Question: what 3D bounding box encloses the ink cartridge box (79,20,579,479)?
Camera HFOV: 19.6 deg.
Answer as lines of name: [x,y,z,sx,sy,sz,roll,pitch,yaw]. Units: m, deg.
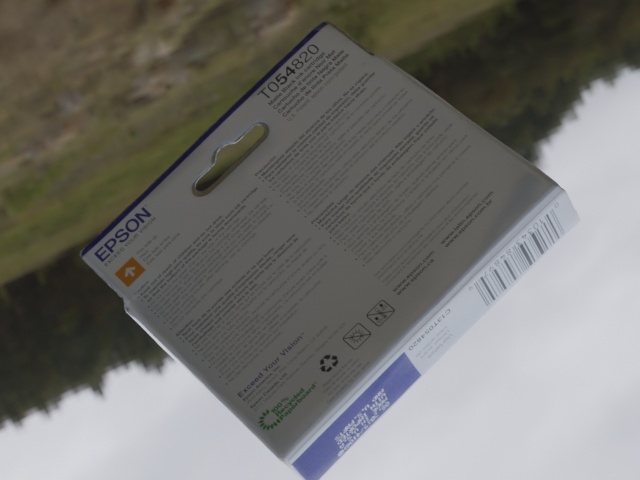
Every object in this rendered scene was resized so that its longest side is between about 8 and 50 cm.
ink cartridge box: [0.000,0.000,1.094,0.223,0.045,0.224,-44,-129,-6]
